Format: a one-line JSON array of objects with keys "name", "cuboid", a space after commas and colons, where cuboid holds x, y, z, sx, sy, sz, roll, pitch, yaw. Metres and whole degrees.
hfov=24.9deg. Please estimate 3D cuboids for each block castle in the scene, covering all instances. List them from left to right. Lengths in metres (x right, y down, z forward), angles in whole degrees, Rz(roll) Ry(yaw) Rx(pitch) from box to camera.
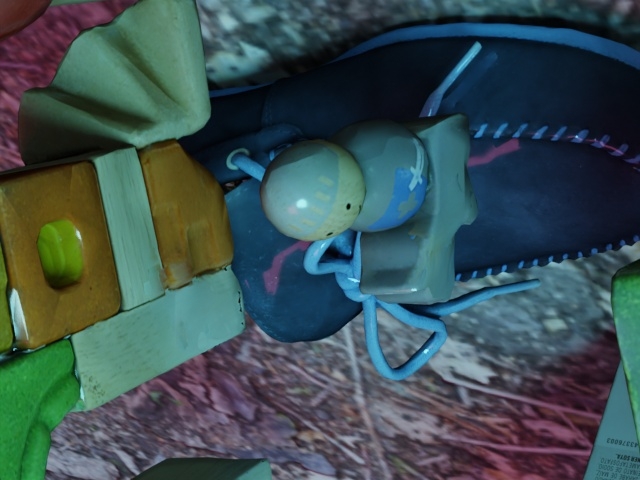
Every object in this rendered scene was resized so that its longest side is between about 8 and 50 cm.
[{"name": "block castle", "cuboid": [0.012, 0.068, 0.421, 0.303, 0.213, 0.453, -7, 99, 30]}]

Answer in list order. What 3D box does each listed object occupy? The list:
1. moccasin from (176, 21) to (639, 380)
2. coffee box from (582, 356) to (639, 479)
[{"name": "moccasin", "cuboid": [0.000, 0.000, 0.634, 0.342, 0.117, 0.138, -9, 134, 41]}, {"name": "coffee box", "cuboid": [0.162, 0.171, 0.649, 0.098, 0.246, 0.141, 8, 144, 25]}]
